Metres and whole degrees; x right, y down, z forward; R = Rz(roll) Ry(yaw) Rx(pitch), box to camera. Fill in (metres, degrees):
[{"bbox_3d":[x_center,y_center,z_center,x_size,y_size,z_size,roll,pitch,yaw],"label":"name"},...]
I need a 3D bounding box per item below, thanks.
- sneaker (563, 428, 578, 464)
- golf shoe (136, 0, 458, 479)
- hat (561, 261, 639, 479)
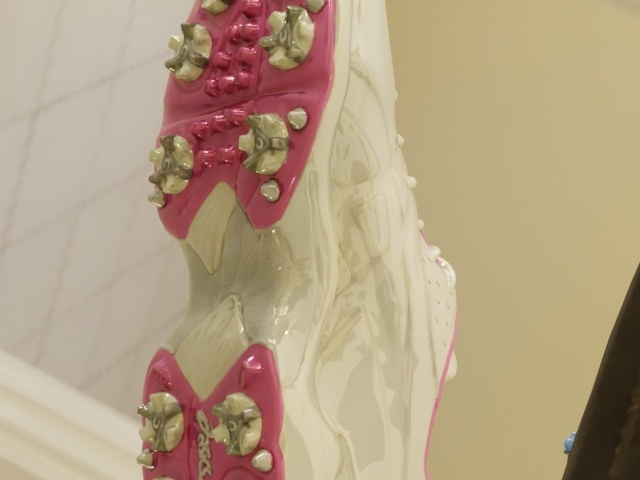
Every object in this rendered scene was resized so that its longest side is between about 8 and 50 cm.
[{"bbox_3d":[0.164,0.128,0.642,0.188,0.067,0.078,39,65,-30],"label":"sneaker"},{"bbox_3d":[0.000,0.000,0.731,0.140,0.115,0.306,3,95,-41],"label":"golf shoe"},{"bbox_3d":[0.191,0.067,0.224,0.134,0.331,0.331,33,81,-39],"label":"hat"}]
